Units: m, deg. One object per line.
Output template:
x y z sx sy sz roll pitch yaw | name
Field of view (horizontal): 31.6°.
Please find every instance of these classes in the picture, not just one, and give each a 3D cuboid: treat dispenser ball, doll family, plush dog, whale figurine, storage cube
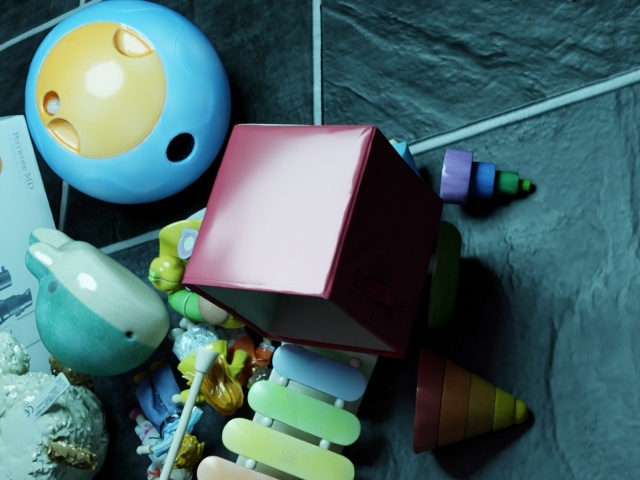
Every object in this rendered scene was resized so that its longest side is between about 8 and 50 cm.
-0.271 -0.195 1.602 0.288 0.288 0.288 -16 61 31 | treat dispenser ball
-0.171 0.206 1.451 0.263 0.118 0.163 -48 47 12 | doll family
-0.354 0.261 1.501 0.211 0.225 0.262 6 86 14 | plush dog
-0.318 0.080 1.496 0.141 0.216 0.272 -53 42 -1 | whale figurine
0.000 0.000 1.223 0.215 0.183 0.193 3 68 34 | storage cube

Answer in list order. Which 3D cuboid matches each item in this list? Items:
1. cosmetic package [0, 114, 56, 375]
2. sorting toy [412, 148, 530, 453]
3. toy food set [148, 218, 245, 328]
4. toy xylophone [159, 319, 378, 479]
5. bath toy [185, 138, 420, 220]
-0.485 0.048 1.537 0.097 0.284 0.377 -1 110 35 | cosmetic package
0.184 0.068 1.287 0.126 0.127 0.365 7 68 8 | sorting toy
-0.138 0.050 1.411 0.218 0.071 0.128 16 106 32 | toy food set
-0.066 0.248 1.324 0.236 0.081 0.322 13 80 3 | toy xylophone
-0.028 -0.011 1.451 0.348 0.129 0.151 -17 16 28 | bath toy
